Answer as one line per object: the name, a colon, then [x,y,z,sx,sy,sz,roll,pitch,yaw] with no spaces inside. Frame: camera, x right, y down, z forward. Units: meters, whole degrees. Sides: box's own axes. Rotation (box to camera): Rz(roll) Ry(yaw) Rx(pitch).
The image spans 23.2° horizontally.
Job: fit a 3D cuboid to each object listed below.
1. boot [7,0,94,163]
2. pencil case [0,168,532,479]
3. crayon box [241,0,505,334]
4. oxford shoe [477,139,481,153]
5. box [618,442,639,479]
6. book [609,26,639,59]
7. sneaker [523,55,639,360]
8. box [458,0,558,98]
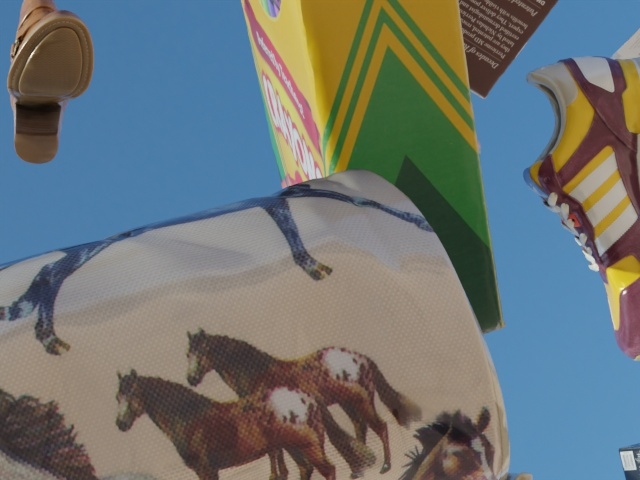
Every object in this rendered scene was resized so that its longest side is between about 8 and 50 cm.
boot: [-0.259,-0.187,1.464,0.073,0.152,0.197,9,-37,-19]
pencil case: [-0.114,0.097,0.653,0.410,0.160,0.183,-17,-85,-16]
crayon box: [0.010,-0.121,0.822,0.081,0.202,0.318,-15,-61,-7]
oxford shoe: [0.000,0.000,1.686,0.397,0.146,0.140,-21,1,10]
box: [0.283,0.173,1.191,0.083,0.052,0.062,-10,-5,-22]
book: [0.321,-0.120,1.443,0.096,0.144,0.035,-44,-1,-31]
sneaker: [0.164,-0.019,0.942,0.084,0.185,0.069,-3,-8,-4]
box: [0.168,-0.310,1.796,0.167,0.168,0.203,28,-70,-21]
